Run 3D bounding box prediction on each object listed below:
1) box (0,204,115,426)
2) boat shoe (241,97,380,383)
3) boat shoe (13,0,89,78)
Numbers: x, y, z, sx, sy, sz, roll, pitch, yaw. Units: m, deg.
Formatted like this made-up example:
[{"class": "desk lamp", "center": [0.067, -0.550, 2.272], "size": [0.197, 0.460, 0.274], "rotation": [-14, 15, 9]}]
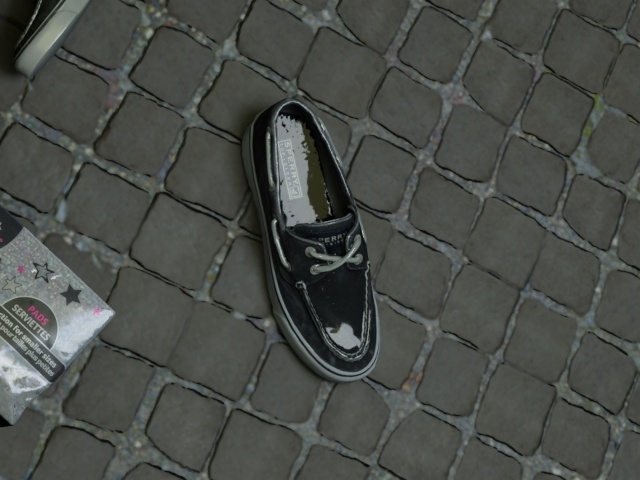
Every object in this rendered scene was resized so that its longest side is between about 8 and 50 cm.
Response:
[{"class": "box", "center": [-0.329, 0.038, 1.155], "size": [0.247, 0.163, 0.142], "rotation": [43, 71, -7]}, {"class": "boat shoe", "center": [0.000, 0.000, 1.299], "size": [0.108, 0.102, 0.301], "rotation": [-13, 87, -19]}, {"class": "boat shoe", "center": [-0.260, -0.261, 1.269], "size": [0.070, 0.078, 0.219], "rotation": [31, 67, -12]}]
